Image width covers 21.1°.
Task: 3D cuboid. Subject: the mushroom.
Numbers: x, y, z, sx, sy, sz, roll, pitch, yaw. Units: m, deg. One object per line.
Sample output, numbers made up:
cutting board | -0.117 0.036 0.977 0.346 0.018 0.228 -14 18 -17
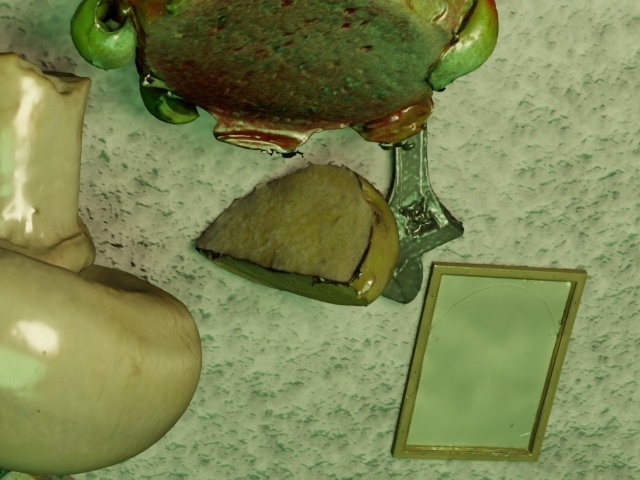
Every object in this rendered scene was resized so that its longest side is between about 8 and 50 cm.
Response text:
mushroom | -0.214 0.017 1.248 0.292 0.292 0.290 13 89 -17

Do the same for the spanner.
spanner | 0.067 -0.091 1.342 0.093 0.026 0.325 -5 120 -5

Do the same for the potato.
potato | 0.000 0.000 1.352 0.089 0.172 0.101 35 70 -45

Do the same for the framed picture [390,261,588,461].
framed picture | 0.144 0.108 1.483 0.136 0.010 0.201 3 121 -12

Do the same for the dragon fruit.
dragon fruit | -0.025 -0.163 1.189 0.295 0.130 0.268 6 155 -21

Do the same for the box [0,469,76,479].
box | -0.206 0.253 1.492 0.050 0.041 0.207 -38 119 17
